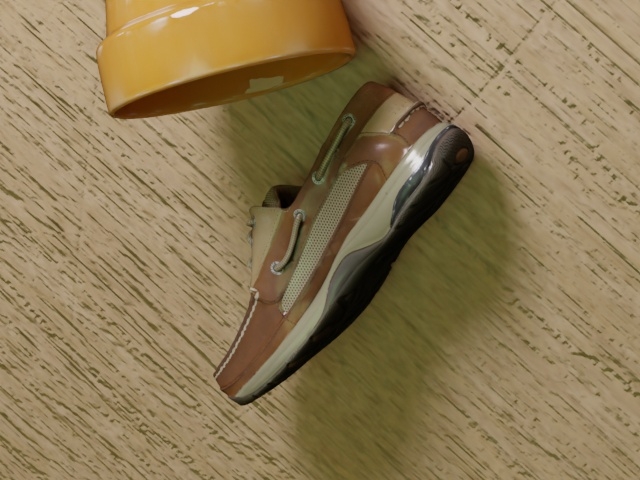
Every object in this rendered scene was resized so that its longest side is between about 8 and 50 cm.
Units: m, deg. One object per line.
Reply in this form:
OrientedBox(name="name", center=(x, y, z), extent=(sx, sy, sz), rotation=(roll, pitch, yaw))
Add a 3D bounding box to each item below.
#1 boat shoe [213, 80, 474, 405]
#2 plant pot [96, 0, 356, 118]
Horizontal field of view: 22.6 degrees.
OrientedBox(name="boat shoe", center=(0.000, 0.000, 1.381), extent=(0.120, 0.122, 0.324), rotation=(42, 116, 11))
OrientedBox(name="plant pot", center=(-0.092, -0.214, 1.291), extent=(0.205, 0.205, 0.188), rotation=(-14, 89, 31))
